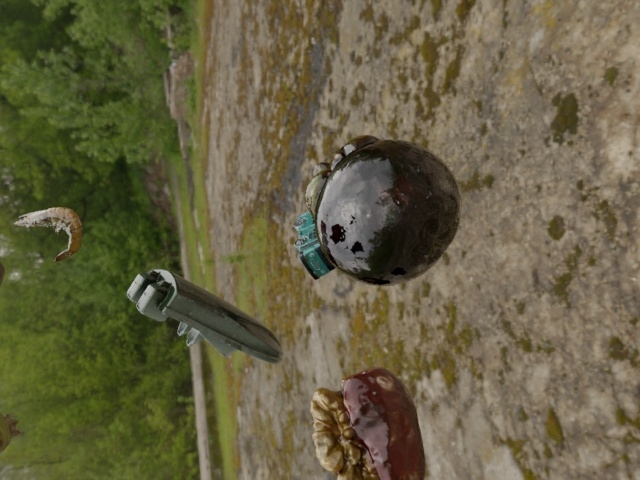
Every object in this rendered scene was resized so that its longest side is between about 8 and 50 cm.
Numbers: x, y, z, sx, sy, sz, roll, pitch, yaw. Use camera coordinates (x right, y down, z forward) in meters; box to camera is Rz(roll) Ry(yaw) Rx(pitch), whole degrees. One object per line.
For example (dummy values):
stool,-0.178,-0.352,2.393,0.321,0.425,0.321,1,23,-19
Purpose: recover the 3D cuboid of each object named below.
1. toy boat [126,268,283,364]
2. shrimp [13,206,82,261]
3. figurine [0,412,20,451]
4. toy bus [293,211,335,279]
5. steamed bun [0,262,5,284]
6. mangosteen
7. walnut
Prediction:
toy boat,-0.181,0.152,1.011,0.141,0.319,0.092,24,81,55
shrimp,-0.412,-0.008,0.870,0.023,0.114,0.083,-42,-51,-75
figurine,-0.598,0.251,0.683,0.266,0.378,0.361,54,150,14
toy bus,0.000,0.000,1.213,0.079,0.092,0.160,56,-164,-30
steamed bun,-0.862,0.092,1.269,0.235,0.248,0.379,55,-178,-24
mangosteen,0.071,-0.051,0.809,0.250,0.211,0.211,32,125,38
walnut,0.094,0.398,1.126,0.222,0.244,0.269,-35,71,28
